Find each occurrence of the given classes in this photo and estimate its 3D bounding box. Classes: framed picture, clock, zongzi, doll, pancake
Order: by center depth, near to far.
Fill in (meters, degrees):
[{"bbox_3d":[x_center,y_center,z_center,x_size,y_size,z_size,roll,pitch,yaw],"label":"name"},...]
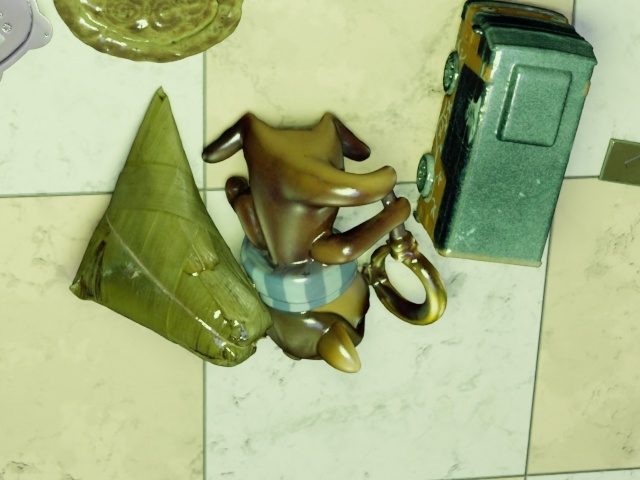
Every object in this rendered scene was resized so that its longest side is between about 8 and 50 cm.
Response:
[{"bbox_3d":[-0.221,-0.327,1.923,0.250,0.031,0.250,6,127,8],"label":"pancake"},{"bbox_3d":[-0.414,-0.266,1.937,0.153,0.050,0.110,-38,115,9],"label":"clock"},{"bbox_3d":[-0.159,-0.014,2.004,0.274,0.145,0.300,26,101,20],"label":"zongzi"},{"bbox_3d":[0.002,-0.003,2.072,0.318,0.209,0.339,6,116,23],"label":"doll"},{"bbox_3d":[0.444,-0.109,2.188,0.089,0.006,0.066,7,113,-14],"label":"framed picture"}]

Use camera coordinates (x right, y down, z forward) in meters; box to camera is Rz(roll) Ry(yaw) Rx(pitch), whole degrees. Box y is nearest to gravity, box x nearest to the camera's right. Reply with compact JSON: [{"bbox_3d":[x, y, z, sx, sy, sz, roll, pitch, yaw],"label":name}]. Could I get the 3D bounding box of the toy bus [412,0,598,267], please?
[{"bbox_3d":[0.240,-0.137,2.034,0.162,0.194,0.323,7,114,-12],"label":"toy bus"}]
